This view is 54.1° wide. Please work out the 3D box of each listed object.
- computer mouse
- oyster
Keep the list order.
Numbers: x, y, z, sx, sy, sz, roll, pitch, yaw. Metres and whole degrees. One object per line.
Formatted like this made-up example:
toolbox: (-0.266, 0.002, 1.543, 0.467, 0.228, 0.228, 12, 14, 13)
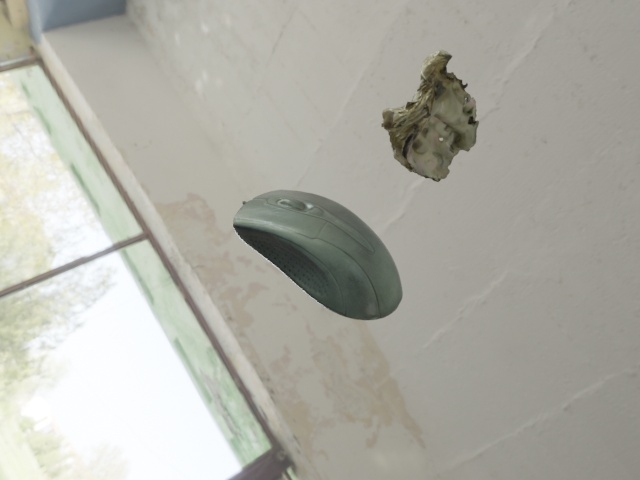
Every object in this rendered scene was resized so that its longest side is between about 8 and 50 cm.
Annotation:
computer mouse: (0.000, 0.000, 1.176, 0.370, 0.188, 0.122, 33, -52, 17)
oyster: (0.161, -0.180, 0.897, 0.081, 0.163, 0.191, 53, -39, 39)
